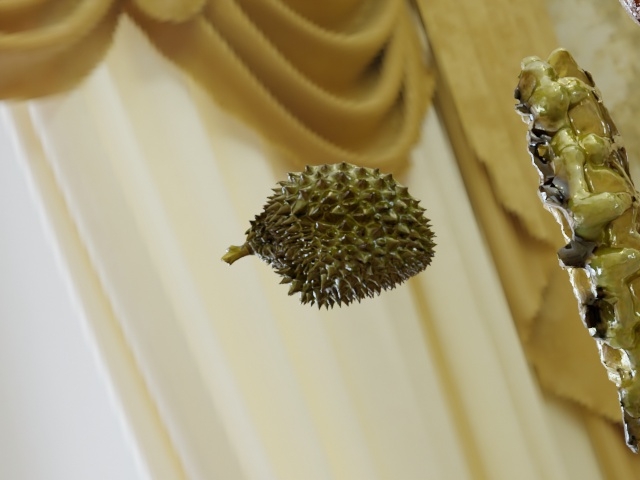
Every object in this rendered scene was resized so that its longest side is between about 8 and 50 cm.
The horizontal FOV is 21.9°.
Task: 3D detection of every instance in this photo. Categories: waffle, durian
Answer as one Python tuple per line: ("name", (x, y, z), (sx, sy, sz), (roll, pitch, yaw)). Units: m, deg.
("waffle", (0.287, -0.001, 1.693), (0.095, 0.380, 0.382), (-18, -47, 8))
("durian", (0.000, 0.000, 1.561), (0.208, 0.102, 0.146), (-7, -60, 15))

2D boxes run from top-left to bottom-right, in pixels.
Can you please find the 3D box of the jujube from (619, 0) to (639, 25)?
("jujube", (0.388, -0.307, 1.676), (0.190, 0.190, 0.255), (-28, 21, 32))
